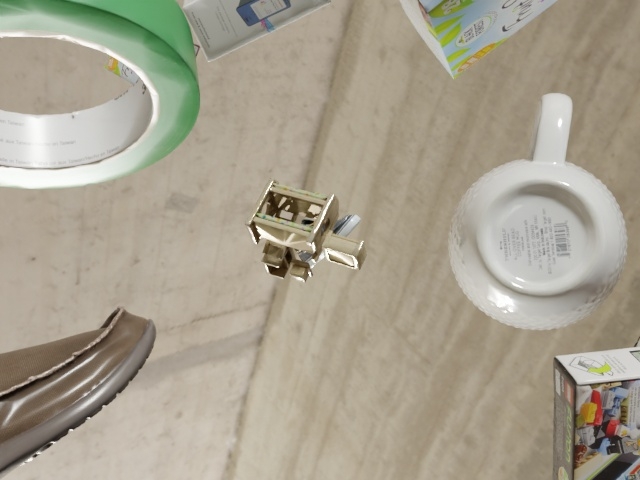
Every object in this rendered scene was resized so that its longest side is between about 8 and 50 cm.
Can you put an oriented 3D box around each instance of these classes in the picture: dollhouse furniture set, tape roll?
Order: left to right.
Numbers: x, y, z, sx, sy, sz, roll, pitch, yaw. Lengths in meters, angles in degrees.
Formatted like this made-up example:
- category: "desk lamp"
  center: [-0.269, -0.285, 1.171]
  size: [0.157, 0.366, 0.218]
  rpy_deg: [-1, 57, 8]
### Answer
- category: "tape roll"
  center: [-0.285, -0.161, 0.718]
  size: [0.321, 0.077, 0.321]
  rpy_deg: [-10, -23, -4]
- category: "dollhouse furniture set"
  center: [0.000, 0.000, 1.111]
  size: [0.161, 0.181, 0.101]
  rpy_deg: [75, -144, -57]

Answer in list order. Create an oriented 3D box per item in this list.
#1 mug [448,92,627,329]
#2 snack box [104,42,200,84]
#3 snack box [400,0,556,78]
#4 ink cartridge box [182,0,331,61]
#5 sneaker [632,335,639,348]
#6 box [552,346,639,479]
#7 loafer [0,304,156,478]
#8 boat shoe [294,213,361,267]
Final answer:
- category: "mug"
  center: [0.344, -0.043, 1.120]
  size: [0.328, 0.276, 0.374]
  rpy_deg: [11, -93, -75]
- category: "snack box"
  center: [-0.268, -0.289, 1.124]
  size: [0.037, 0.141, 0.100]
  rpy_deg: [1, -62, -63]
- category: "snack box"
  center: [0.134, -0.204, 0.479]
  size: [0.174, 0.070, 0.207]
  rpy_deg: [-36, -8, 13]
- category: "ink cartridge box"
  center: [-0.100, -0.379, 1.106]
  size: [0.212, 0.154, 0.093]
  rpy_deg: [-23, -61, 4]
- category: "sneaker"
  center: [0.293, 0.083, 0.496]
  size: [0.111, 0.121, 0.300]
  rpy_deg: [-36, -39, -24]
- category: "box"
  center: [0.209, 0.167, 0.455]
  size: [0.114, 0.036, 0.207]
  rpy_deg: [-6, -72, -2]
- category: "loafer"
  center: [-0.323, 0.163, 0.691]
  size: [0.366, 0.130, 0.134]
  rpy_deg: [-37, 4, -34]
- category: "boat shoe"
  center: [-0.001, -0.016, 1.366]
  size: [0.065, 0.083, 0.183]
  rpy_deg: [-45, 2, -43]
